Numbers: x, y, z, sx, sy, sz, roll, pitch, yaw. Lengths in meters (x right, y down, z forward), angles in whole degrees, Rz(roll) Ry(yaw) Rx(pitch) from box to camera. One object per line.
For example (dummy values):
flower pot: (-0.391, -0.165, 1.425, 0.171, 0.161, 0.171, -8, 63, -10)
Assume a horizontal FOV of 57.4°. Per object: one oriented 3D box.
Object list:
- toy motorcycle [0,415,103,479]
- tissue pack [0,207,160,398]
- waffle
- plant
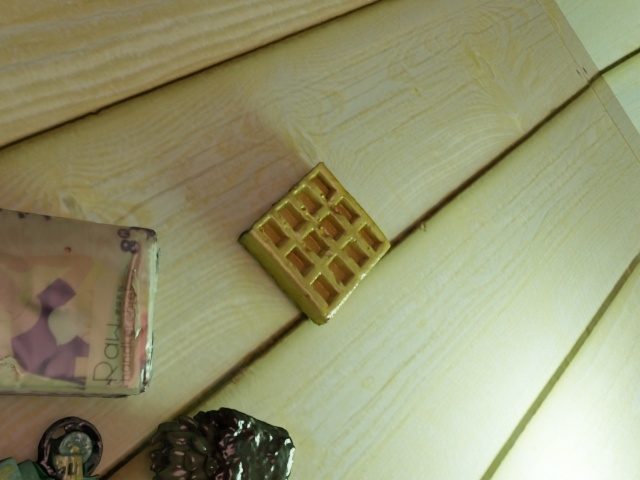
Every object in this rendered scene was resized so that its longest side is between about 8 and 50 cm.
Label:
toy motorcycle: (-0.378, 0.353, 0.693, 0.296, 0.109, 0.198, -19, 84, -48)
tissue pack: (-0.395, 0.082, 0.768, 0.344, 0.125, 0.242, 10, 67, -31)
waffle: (0.000, 0.000, 1.090, 0.221, 0.055, 0.248, 48, 54, -8)
plant: (-0.141, 0.309, 0.841, 0.195, 0.132, 0.129, 19, 61, -31)
